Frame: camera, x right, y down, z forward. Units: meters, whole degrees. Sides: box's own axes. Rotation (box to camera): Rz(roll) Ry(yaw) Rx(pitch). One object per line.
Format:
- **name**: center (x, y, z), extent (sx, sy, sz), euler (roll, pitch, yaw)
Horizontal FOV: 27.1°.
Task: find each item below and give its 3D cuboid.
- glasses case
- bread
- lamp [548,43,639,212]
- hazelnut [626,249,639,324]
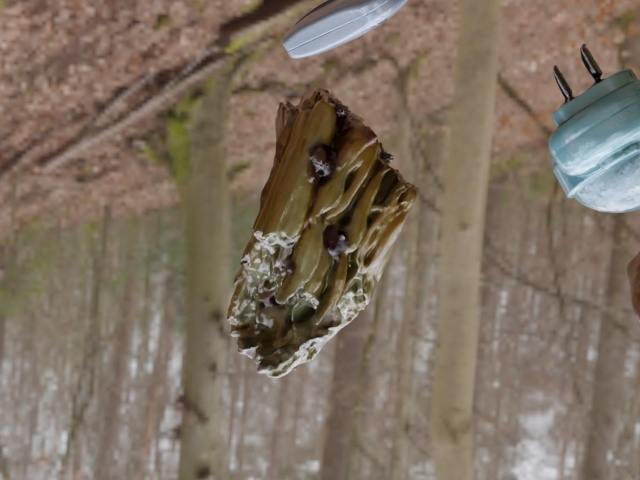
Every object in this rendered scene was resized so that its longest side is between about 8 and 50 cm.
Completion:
- **glasses case**: center (0.026, -0.231, 1.369), extent (0.067, 0.045, 0.178), euler (-45, -163, -33)
- **bread**: center (0.000, 0.000, 1.680), extent (0.192, 0.370, 0.314), euler (16, -171, -6)
- **lamp**: center (0.351, -0.116, 1.478), extent (0.209, 0.147, 0.284), euler (-34, 150, 23)
- **hazelnut**: center (0.519, 0.068, 1.805), extent (0.214, 0.176, 0.214), euler (11, -143, -8)
